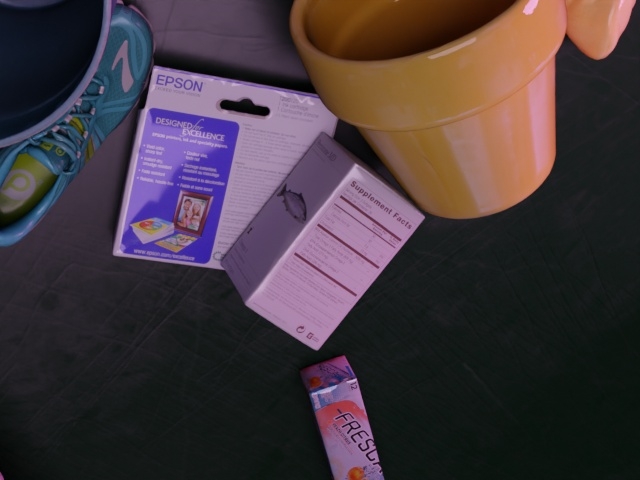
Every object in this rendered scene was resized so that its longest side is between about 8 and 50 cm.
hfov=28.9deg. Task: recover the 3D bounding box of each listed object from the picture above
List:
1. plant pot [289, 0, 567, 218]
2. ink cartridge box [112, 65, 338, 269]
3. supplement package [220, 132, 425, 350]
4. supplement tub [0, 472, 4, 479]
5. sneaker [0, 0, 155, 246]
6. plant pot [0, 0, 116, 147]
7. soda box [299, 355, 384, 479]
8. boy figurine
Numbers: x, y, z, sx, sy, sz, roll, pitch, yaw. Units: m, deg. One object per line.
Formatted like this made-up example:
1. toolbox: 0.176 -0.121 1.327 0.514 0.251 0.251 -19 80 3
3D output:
1. plant pot: 0.127 -0.160 1.223 0.254 0.254 0.239 -27 131 -1
2. ink cartridge box: -0.098 -0.071 1.297 0.206 0.045 0.208 9 110 -19
3. supplement package: 0.000 0.000 1.274 0.105 0.105 0.179 35 97 -28
4. supplement tub: -0.379 0.414 1.324 0.235 0.235 0.325 -25 115 -2
5. sneaker: -0.248 -0.107 1.217 0.107 0.110 0.275 30 101 -23
6. plant pot: -0.291 -0.247 1.057 0.272 0.255 0.271 1 116 1
7. soda box: 0.029 0.229 1.438 0.058 0.063 0.183 -18 114 -5
8. boy figurine: 0.286 -0.329 1.262 0.177 0.092 0.285 -13 114 -8
